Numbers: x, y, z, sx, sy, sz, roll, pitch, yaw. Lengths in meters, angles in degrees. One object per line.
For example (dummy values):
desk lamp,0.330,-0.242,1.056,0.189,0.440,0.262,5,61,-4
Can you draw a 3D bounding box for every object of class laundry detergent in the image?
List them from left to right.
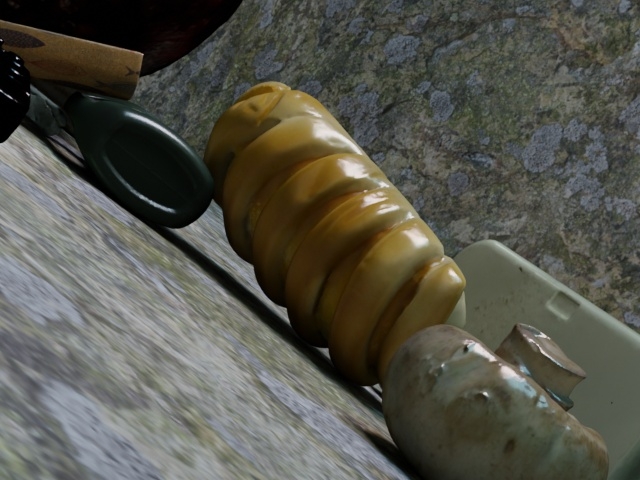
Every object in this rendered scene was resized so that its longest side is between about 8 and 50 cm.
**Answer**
laundry detergent,-0.173,-0.086,1.319,0.144,0.078,0.221,39,1,-23

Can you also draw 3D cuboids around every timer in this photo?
timer,-0.257,-0.125,0.950,0.144,0.055,0.187,36,5,-17

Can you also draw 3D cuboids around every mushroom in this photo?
mushroom,0.120,0.120,0.991,0.166,0.127,0.166,31,4,-2

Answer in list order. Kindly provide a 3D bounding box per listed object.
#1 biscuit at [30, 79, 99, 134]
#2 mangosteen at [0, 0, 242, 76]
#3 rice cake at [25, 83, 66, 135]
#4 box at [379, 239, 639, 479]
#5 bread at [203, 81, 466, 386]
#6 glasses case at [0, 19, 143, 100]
biscuit,-0.233,-0.126,1.600,0.239,0.062,0.108,39,-1,-11
mangosteen,-0.220,-0.366,1.406,0.380,0.421,0.381,15,-10,3
rice cake,-0.300,-0.154,1.332,0.170,0.029,0.033,39,-6,10
box,0.267,0.204,1.296,0.344,0.177,0.352,41,-1,-30
bread,0.000,0.000,1.260,0.311,0.121,0.173,49,-26,30
glasses case,-0.242,-0.156,1.251,0.169,0.041,0.064,11,-5,-19
